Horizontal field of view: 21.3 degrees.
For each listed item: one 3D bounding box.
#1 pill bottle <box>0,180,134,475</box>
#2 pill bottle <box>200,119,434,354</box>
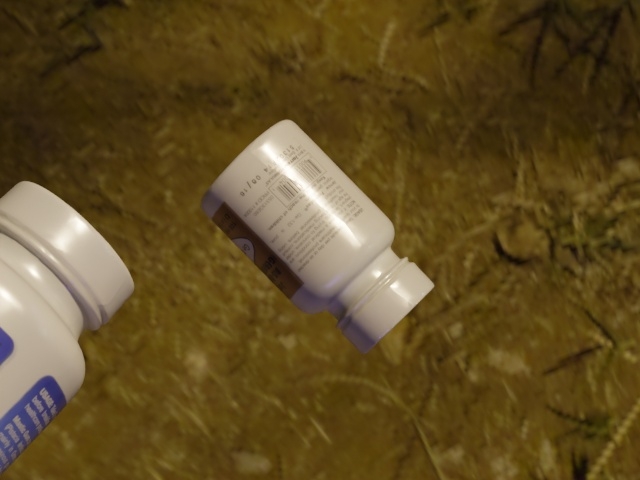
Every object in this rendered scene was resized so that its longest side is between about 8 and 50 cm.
[{"bbox_3d":[-0.256,0.092,1.146,0.152,0.152,0.272,31,67,28],"label":"pill bottle"},{"bbox_3d":[0.000,0.000,1.729,0.131,0.131,0.229,-44,87,-7],"label":"pill bottle"}]
